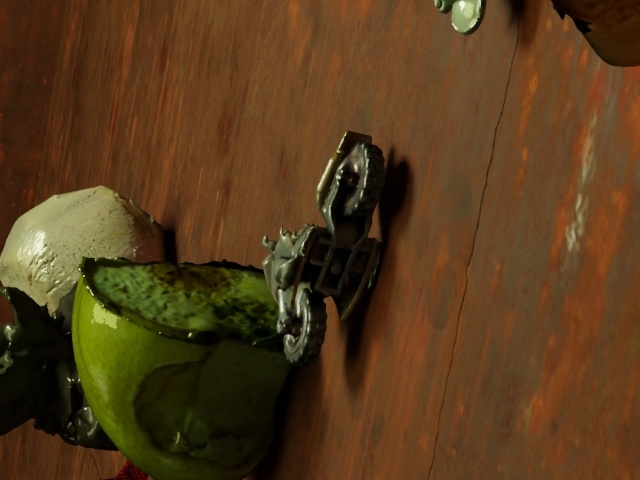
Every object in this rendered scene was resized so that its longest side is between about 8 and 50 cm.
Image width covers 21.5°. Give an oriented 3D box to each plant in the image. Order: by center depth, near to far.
[{"bbox_3d":[-0.274,0.148,2.039,0.213,0.312,0.215,161,112,-75],"label":"plant"}]

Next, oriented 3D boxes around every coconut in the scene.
[{"bbox_3d":[-0.324,0.030,2.400,0.227,0.230,0.227,37,147,29],"label":"coconut"}]

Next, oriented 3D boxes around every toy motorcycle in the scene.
[{"bbox_3d":[0.001,0.000,1.586,0.130,0.094,0.229,-111,38,-60],"label":"toy motorcycle"}]

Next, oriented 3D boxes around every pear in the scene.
[{"bbox_3d":[-0.155,0.155,1.774,0.164,0.238,0.255,-118,40,-52],"label":"pear"}]

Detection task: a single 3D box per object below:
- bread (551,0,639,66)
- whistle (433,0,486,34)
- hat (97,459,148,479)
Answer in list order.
[{"bbox_3d":[0.148,-0.224,1.007,0.224,0.211,0.183,139,128,-58],"label":"bread"},{"bbox_3d":[0.142,-0.272,1.287,0.235,0.077,0.114,-64,34,33],"label":"whistle"},{"bbox_3d":[-0.266,0.343,2.267,0.129,0.140,0.227,-56,17,36],"label":"hat"}]
